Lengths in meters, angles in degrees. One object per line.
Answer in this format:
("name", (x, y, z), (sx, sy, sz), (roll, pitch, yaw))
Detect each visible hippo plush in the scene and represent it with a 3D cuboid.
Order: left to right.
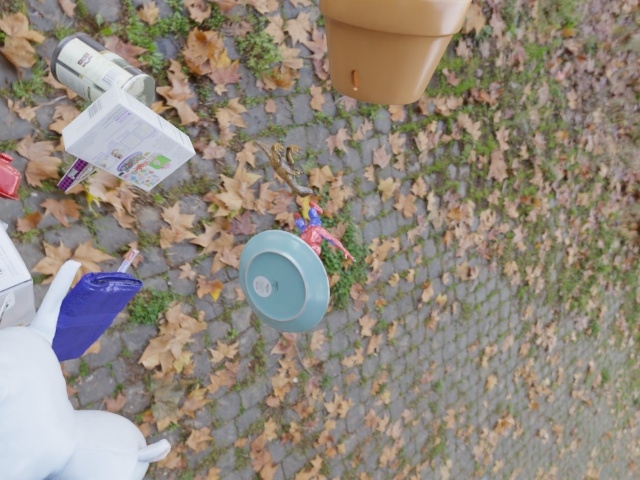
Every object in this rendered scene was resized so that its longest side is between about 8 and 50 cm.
("hippo plush", (-0.317, 0.230, 0.435), (0.235, 0.294, 0.236), (-25, 121, 18))

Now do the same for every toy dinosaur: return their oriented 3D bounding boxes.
("toy dinosaur", (-0.099, -0.184, 0.957), (0.064, 0.112, 0.211), (-30, 76, -35))

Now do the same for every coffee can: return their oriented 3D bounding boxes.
("coffee can", (-0.766, -0.571, 1.491), (0.276, 0.201, 0.201), (34, 78, 0))

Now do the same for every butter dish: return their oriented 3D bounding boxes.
("butter dish", (-0.933, -0.198, 1.206), (0.160, 0.160, 0.118), (32, 83, -35))

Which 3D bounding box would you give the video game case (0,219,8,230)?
("video game case", (-1.110, -0.113, 1.144), (0.300, 0.329, 0.036), (30, 91, 4))

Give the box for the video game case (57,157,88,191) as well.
("video game case", (-0.851, -0.299, 1.556), (0.042, 0.232, 0.210), (46, 35, -20))

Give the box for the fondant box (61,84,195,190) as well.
("fondant box", (-0.623, -0.323, 1.390), (0.238, 0.096, 0.330), (-34, 152, 12))

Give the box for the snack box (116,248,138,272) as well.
("snack box", (-0.724, 0.111, 1.524), (0.022, 0.064, 0.178), (33, 82, -14))

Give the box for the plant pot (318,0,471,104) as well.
("plant pot", (0.133, -0.410, 0.856), (0.291, 0.291, 0.203), (-21, 135, -31))

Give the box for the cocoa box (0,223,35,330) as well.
("cocoa box", (-0.600, 0.056, 0.621), (0.228, 0.347, 0.231), (-30, 90, -37))

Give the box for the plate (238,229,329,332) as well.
("plate", (-0.072, 0.075, 0.715), (0.024, 0.188, 0.187), (-28, 119, -57))

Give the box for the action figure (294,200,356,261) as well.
("action figure", (0.000, 0.000, 1.045), (0.092, 0.280, 0.139), (-40, 105, 11))

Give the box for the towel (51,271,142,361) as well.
("towel", (-0.677, 0.213, 1.181), (0.308, 0.076, 0.228), (-49, 165, 3))
